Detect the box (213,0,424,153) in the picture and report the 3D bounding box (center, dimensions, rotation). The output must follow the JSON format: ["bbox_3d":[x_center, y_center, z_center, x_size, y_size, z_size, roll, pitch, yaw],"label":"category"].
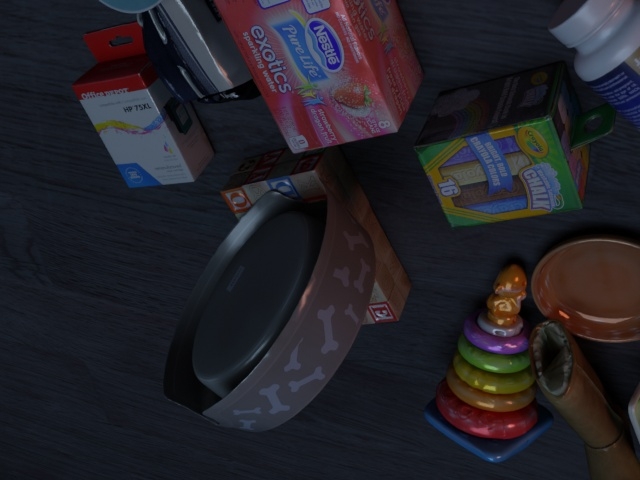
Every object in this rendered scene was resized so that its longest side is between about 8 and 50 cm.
[{"bbox_3d":[-0.009,-0.270,0.850,0.154,0.142,0.300,-8,127,31],"label":"box"}]

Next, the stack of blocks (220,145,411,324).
[{"bbox_3d":[0.000,0.000,1.137,0.171,0.087,0.297,-10,125,33],"label":"stack of blocks"}]

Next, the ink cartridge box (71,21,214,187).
[{"bbox_3d":[-0.270,-0.196,1.093,0.134,0.078,0.231,-3,128,28],"label":"ink cartridge box"}]

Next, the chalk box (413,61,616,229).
[{"bbox_3d":[0.245,-0.115,0.880,0.213,0.132,0.132,-8,126,33],"label":"chalk box"}]

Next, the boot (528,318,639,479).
[{"bbox_3d":[0.395,0.281,1.082,0.089,0.236,0.269,-26,129,21],"label":"boot"}]

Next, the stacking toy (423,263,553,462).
[{"bbox_3d":[0.271,0.168,1.133,0.165,0.175,0.302,29,128,42],"label":"stacking toy"}]

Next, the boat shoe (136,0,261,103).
[{"bbox_3d":[-0.197,-0.320,0.919,0.158,0.127,0.340,-2,120,49],"label":"boat shoe"}]

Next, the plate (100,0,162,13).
[{"bbox_3d":[-0.215,-0.342,0.790,0.188,0.024,0.188,18,125,27],"label":"plate"}]

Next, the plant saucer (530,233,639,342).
[{"bbox_3d":[0.402,0.064,1.038,0.200,0.037,0.200,14,134,15],"label":"plant saucer"}]

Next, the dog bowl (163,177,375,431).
[{"bbox_3d":[-0.065,0.085,0.953,0.102,0.349,0.349,34,137,-24],"label":"dog bowl"}]

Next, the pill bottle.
[{"bbox_3d":[0.337,-0.194,0.775,0.186,0.112,0.112,37,136,-10],"label":"pill bottle"}]

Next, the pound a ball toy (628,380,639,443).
[{"bbox_3d":[0.613,0.324,1.088,0.208,0.136,0.319,10,140,49],"label":"pound a ball toy"}]
